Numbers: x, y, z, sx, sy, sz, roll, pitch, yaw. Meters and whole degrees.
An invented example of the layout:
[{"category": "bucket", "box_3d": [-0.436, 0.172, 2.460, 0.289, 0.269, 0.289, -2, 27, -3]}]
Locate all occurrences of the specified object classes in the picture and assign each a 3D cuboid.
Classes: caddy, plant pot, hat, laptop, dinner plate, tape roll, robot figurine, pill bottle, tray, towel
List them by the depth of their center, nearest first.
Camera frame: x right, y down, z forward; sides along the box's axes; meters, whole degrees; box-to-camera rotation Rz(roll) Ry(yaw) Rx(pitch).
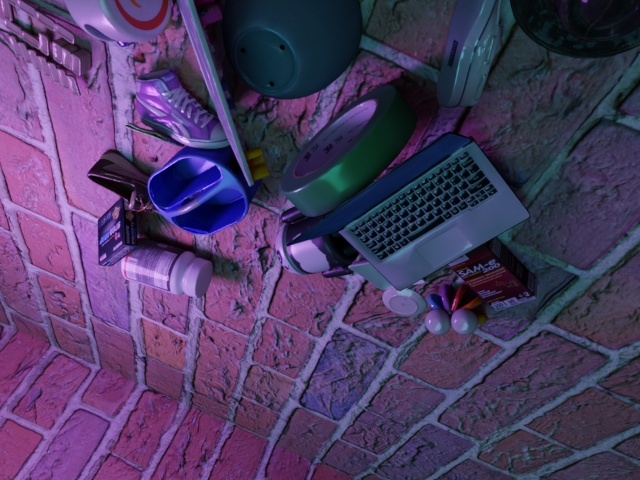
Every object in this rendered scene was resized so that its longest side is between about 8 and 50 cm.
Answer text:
[{"category": "hat", "box_3d": [0.456, -0.420, 0.782, 0.331, 0.134, 0.331, 14, 138, 13]}, {"category": "plant pot", "box_3d": [-0.077, -0.399, 0.999, 0.290, 0.195, 0.290, 11, 137, 10]}, {"category": "tape roll", "box_3d": [0.053, -0.192, 1.064, 0.321, 0.321, 0.077, -25, 118, 41]}, {"category": "laptop", "box_3d": [0.210, -0.026, 1.080, 0.382, 0.236, 0.408, -34, 117, 26]}, {"category": "towel", "box_3d": [-0.443, -0.287, 1.356, 0.113, 0.152, 0.023, 19, 94, 3]}, {"category": "robot figurine", "box_3d": [0.000, 0.003, 1.401, 0.278, 0.173, 0.209, -17, 81, 37]}, {"category": "caddy", "box_3d": [-0.330, -0.142, 1.407, 0.341, 0.179, 0.241, -20, 121, 39]}, {"category": "tray", "box_3d": [0.195, 0.087, 1.423, 0.145, 0.030, 0.270, -13, 156, 23]}, {"category": "dinner plate", "box_3d": [0.266, 0.202, 1.604, 0.141, 0.017, 0.141, 12, 136, 12]}, {"category": "pill bottle", "box_3d": [-0.536, 0.100, 1.768, 0.283, 0.161, 0.161, 15, 138, 10]}]

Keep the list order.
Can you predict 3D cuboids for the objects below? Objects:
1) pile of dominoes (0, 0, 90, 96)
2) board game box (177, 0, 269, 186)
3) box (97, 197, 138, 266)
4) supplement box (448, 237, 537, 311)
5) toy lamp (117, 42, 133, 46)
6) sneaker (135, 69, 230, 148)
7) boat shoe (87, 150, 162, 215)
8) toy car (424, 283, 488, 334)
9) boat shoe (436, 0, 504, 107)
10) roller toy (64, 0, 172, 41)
[{"category": "pile of dominoes", "box_3d": [-0.724, -0.524, 1.324, 0.251, 0.040, 0.196, 34, 139, 2]}, {"category": "board game box", "box_3d": [-0.216, -0.365, 1.015, 0.050, 0.390, 0.390, -20, 132, -8]}, {"category": "box", "box_3d": [-0.695, -0.027, 1.709, 0.051, 0.175, 0.220, 8, 155, -43]}, {"category": "supplement box", "box_3d": [0.456, 0.079, 1.343, 0.239, 0.073, 0.130, 41, 137, -17]}, {"category": "toy lamp", "box_3d": [-0.501, -0.573, 1.118, 0.080, 0.080, 0.275, -3, 133, 28]}, {"category": "sneaker", "box_3d": [-0.348, -0.340, 1.273, 0.282, 0.102, 0.161, 19, 135, 6]}, {"category": "boat shoe", "box_3d": [-0.559, -0.137, 1.561, 0.342, 0.123, 0.123, 35, 138, -12]}, {"category": "toy car", "box_3d": [0.390, 0.194, 1.459, 0.181, 0.159, 0.136, -7, 96, 31]}, {"category": "boat shoe", "box_3d": [0.298, -0.376, 0.939, 0.088, 0.096, 0.268, -3, 126, -14]}, {"category": "roller toy", "box_3d": [-0.427, -0.519, 1.044, 0.146, 0.191, 0.209, 12, 139, 29]}]
